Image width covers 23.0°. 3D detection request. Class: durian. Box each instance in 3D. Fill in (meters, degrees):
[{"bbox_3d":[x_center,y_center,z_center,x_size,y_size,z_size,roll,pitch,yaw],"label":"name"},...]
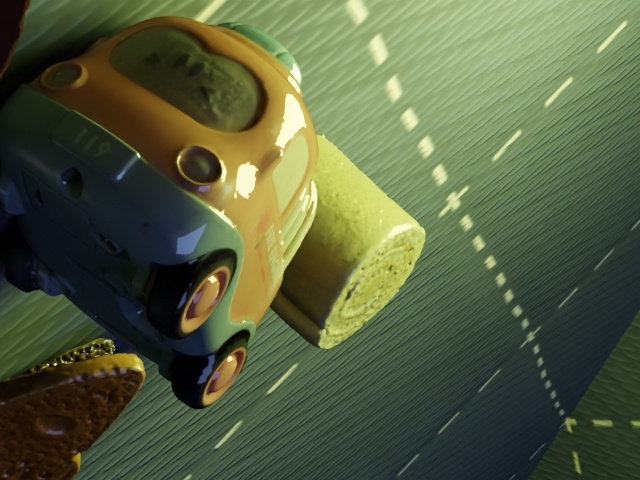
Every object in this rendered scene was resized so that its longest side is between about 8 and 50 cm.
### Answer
[{"bbox_3d":[-0.220,0.137,1.355,0.140,0.071,0.110,3,127,-57],"label":"durian"}]

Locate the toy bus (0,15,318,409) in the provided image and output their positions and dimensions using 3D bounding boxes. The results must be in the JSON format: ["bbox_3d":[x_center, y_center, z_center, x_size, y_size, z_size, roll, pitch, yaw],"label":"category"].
[{"bbox_3d":[-0.099,-0.035,1.129,0.232,0.194,0.287,-47,159,-21],"label":"toy bus"}]

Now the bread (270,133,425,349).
[{"bbox_3d":[0.000,0.000,1.427,0.134,0.141,0.148,-20,148,-55],"label":"bread"}]

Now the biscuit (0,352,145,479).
[{"bbox_3d":[-0.264,0.165,1.280,0.280,0.043,0.183,-35,143,9],"label":"biscuit"}]

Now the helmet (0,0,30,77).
[{"bbox_3d":[-0.302,-0.084,0.602,0.337,0.230,0.385,-45,166,-25],"label":"helmet"}]
